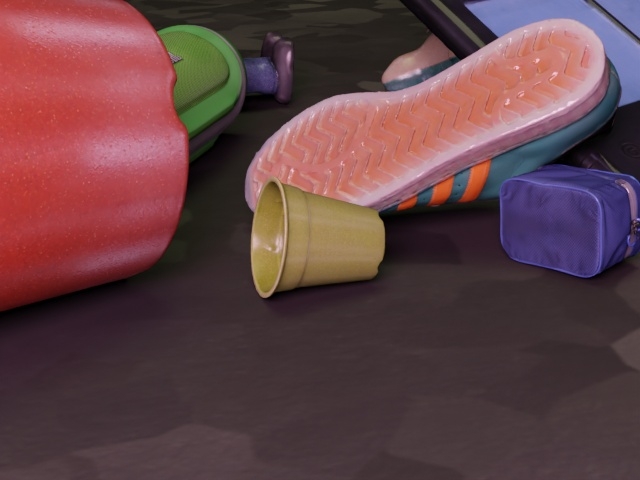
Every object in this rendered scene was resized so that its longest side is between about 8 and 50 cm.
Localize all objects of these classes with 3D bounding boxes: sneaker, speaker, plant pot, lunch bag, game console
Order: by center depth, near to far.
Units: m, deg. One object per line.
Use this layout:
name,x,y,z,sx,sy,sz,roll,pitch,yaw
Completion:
plant pot,-0.247,-0.057,0.659,0.265,0.273,0.272,-9,20,-40
plant pot,0.000,0.000,0.717,0.079,0.083,0.083,4,18,-20
lunch bag,0.186,-0.018,0.741,0.098,0.067,0.065,17,28,42
sneaker,0.091,-0.065,0.816,0.302,0.108,0.121,-18,-29,20
game console,0.287,-0.188,0.973,0.342,0.060,0.386,-15,51,-32
speaker,-0.167,-0.128,0.993,0.131,0.131,0.296,3,21,14

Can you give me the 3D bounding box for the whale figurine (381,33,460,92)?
whale figurine,0.211,-0.209,1.209,0.272,0.141,0.216,-18,6,33

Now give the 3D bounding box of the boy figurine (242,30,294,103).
boy figurine,-0.182,-0.207,1.243,0.285,0.092,0.177,-1,20,-15

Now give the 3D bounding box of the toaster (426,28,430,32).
toaster,0.175,-0.352,1.176,0.185,0.110,0.168,-27,-15,5
